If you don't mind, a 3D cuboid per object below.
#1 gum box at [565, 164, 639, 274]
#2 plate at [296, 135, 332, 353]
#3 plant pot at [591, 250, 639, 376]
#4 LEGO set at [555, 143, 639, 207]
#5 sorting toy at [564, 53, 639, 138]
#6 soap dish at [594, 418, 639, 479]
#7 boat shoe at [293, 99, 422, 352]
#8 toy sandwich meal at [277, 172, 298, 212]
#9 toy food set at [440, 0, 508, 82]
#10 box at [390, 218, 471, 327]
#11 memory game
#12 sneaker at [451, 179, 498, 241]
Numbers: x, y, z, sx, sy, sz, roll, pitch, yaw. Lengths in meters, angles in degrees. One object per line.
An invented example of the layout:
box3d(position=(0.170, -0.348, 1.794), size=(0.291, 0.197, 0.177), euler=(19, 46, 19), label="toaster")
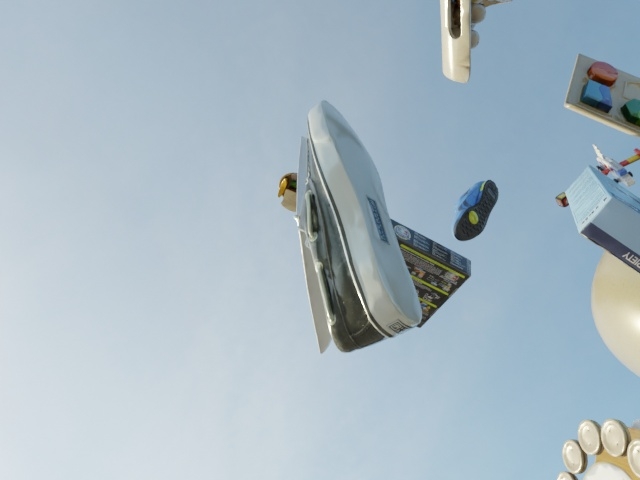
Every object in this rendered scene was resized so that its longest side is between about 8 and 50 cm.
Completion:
box3d(position=(0.306, 0.003, 0.491), size=(0.157, 0.184, 0.041), euler=(37, -65, 8), label="gum box")
box3d(position=(0.000, 0.000, 0.915), size=(0.045, 0.277, 0.278), euler=(-6, -56, 2), label="plate")
box3d(position=(0.521, 0.098, 0.686), size=(0.284, 0.191, 0.284), euler=(3, -77, 12), label="plant pot")
box3d(position=(0.564, -0.118, 0.996), size=(0.182, 0.244, 0.060), euler=(-47, -66, -29), label="LEGO set")
box3d(position=(0.691, -0.296, 1.169), size=(0.307, 0.229, 0.041), euler=(25, -37, 6), label="sorting toy")
box3d(position=(0.456, 0.326, 0.575), size=(0.118, 0.291, 0.229), euler=(-38, -88, -15), label="soap dish")
box3d(position=(0.012, -0.020, 0.436), size=(0.070, 0.219, 0.078), euler=(-30, -35, 25), label="boat shoe")
box3d(position=(-0.052, -0.097, 1.093), size=(0.085, 0.029, 0.086), euler=(10, -52, 13), label="toy sandwich meal")
box3d(position=(0.273, -0.435, 0.886), size=(0.092, 0.306, 0.220), euler=(11, -40, 25), label="toy food set")
box3d(position=(0.178, 0.072, 1.269), size=(0.270, 0.060, 0.216), euler=(26, -51, -7), label="box")
box3d(position=(0.294, 0.272, 0.538), size=(0.012, 0.186, 0.186), euler=(5, -58, -9), label="memory game")
box3d(position=(0.349, -0.064, 1.283), size=(0.082, 0.209, 0.069), euler=(-18, -64, 50), label="sneaker")
